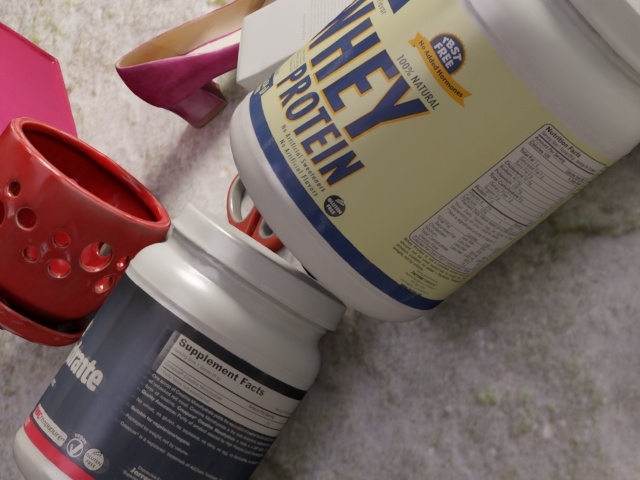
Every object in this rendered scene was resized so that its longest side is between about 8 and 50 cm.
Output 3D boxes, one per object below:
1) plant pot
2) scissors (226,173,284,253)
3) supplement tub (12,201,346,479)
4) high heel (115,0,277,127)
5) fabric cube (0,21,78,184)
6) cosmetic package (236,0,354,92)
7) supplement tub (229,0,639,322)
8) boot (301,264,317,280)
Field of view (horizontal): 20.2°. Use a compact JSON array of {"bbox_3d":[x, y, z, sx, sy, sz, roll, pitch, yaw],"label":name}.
[{"bbox_3d":[-0.274,-0.004,1.799,0.174,0.191,0.191,-52,40,10],"label":"plant pot"},{"bbox_3d":[-0.082,0.049,1.700,0.109,0.021,0.297,0,64,43],"label":"scissors"},{"bbox_3d":[-0.121,0.124,1.558,0.272,0.191,0.191,-56,40,1],"label":"supplement tub"},{"bbox_3d":[-0.095,-0.228,1.818,0.244,0.117,0.082,-43,42,16],"label":"high heel"},{"bbox_3d":[-0.448,-0.105,1.984,0.258,0.259,0.254,-39,42,20],"label":"fabric cube"},{"bbox_3d":[0.045,-0.192,1.657,0.231,0.117,0.085,-21,51,34],"label":"cosmetic package"},{"bbox_3d":[0.114,-0.114,1.443,0.325,0.235,0.235,-40,43,19],"label":"supplement tub"},{"bbox_3d":[0.000,0.000,1.594,0.045,0.099,0.121,-22,60,1],"label":"boot"}]
